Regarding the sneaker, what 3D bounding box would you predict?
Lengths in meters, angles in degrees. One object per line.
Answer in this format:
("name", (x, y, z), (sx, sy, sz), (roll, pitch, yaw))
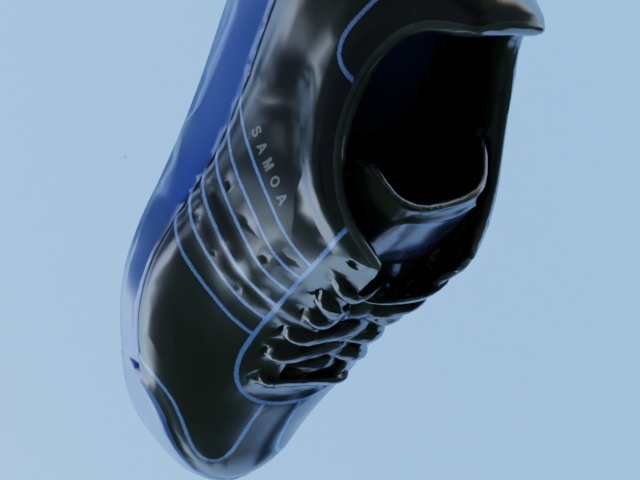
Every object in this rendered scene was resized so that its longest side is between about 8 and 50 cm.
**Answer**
("sneaker", (0.000, 0.000, 0.552), (0.081, 0.090, 0.232), (-9, -49, -32))
